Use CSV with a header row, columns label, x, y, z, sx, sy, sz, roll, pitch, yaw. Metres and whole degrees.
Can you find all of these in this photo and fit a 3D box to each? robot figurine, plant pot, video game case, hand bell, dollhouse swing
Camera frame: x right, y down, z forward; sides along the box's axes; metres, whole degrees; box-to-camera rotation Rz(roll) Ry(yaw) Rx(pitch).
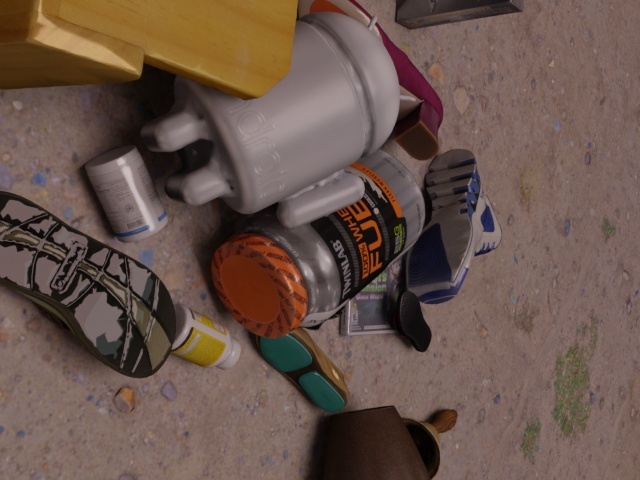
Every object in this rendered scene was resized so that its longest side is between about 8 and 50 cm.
label,x,y,z,sx,sy,sz,roll,pitch,yaw
robot figurine,-0.045,-0.165,1.029,0.353,0.200,0.299,-29,109,-18
plant pot,0.089,0.392,1.311,0.215,0.215,0.230,4,74,-49
video game case,0.105,0.081,1.439,0.190,0.022,0.173,5,87,-49
hand bell,0.209,0.361,1.526,0.242,0.126,0.126,-13,100,-61
dollhouse swing,-0.229,-0.323,0.873,0.305,0.315,0.346,15,79,-60

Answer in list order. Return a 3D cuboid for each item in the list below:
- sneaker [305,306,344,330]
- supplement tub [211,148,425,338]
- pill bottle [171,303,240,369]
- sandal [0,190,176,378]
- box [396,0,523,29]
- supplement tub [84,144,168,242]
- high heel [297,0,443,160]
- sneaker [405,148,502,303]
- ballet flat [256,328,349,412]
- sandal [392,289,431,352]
label,x,y,z,sx,sy,sz,roll,pitch,yaw
sneaker,0.012,0.097,1.282,0.170,0.089,0.051,-22,107,-46
supplement tub,0.000,0.000,1.189,0.316,0.194,0.193,-38,118,-42
pill bottle,-0.164,0.136,1.100,0.116,0.065,0.065,35,65,-43
sandal,-0.292,0.047,0.948,0.303,0.086,0.120,43,65,-23
box,0.250,-0.487,1.437,0.056,0.231,0.183,9,85,-52
supplement tub,-0.241,-0.058,1.006,0.071,0.071,0.107,-39,119,-41
high heel,0.085,-0.310,1.380,0.377,0.127,0.181,51,26,-31
sneaker,0.275,-0.004,1.537,0.182,0.127,0.315,46,48,-39
ballet flat,-0.029,0.184,1.266,0.232,0.080,0.073,56,24,-36
sandal,0.160,0.150,1.465,0.067,0.040,0.179,-60,146,-22
